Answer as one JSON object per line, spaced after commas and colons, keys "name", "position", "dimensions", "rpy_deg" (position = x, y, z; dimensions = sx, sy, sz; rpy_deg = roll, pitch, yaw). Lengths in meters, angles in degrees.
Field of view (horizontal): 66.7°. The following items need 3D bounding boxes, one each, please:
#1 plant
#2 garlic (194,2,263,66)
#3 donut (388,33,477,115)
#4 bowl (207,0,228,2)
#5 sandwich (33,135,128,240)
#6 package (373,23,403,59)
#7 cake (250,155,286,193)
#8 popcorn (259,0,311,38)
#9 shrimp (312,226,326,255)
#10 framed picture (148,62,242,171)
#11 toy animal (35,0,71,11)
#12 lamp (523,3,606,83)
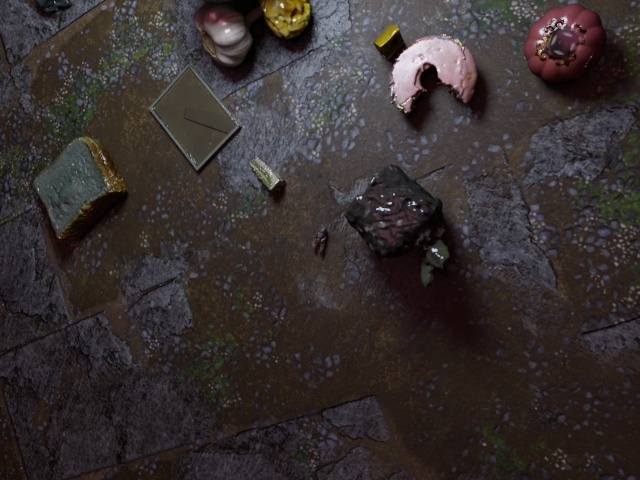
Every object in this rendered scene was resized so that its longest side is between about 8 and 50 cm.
{"name": "plant", "position": [0.232, -0.032, 1.270], "dimensions": [0.312, 0.215, 0.213], "rpy_deg": [42, 105, 12]}
{"name": "garlic", "position": [-0.255, -0.654, 1.477], "dimensions": [0.226, 0.199, 0.199], "rpy_deg": [-39, 77, -15]}
{"name": "donut", "position": [0.300, -0.445, 1.310], "dimensions": [0.232, 0.085, 0.199], "rpy_deg": [-4, 90, 19]}
{"name": "bowl", "position": [-0.257, -0.772, 1.358], "dimensions": [0.313, 0.146, 0.314], "rpy_deg": [-6, 75, 22]}
{"name": "sandwich", "position": [-0.840, -0.190, 1.690], "dimensions": [0.301, 0.099, 0.271], "rpy_deg": [-38, 79, 16]}
{"name": "package", "position": [0.184, -0.547, 1.326], "dimensions": [0.071, 0.131, 0.047], "rpy_deg": [-42, 83, 17]}
{"name": "cake", "position": [-0.163, -0.203, 1.501], "dimensions": [0.051, 0.055, 0.140], "rpy_deg": [-49, 59, 14]}
{"name": "popcorn", "position": [-0.108, -0.696, 1.421], "dimensions": [0.140, 0.163, 0.194], "rpy_deg": [-13, 119, 37]}
{"name": "shrimp", "position": [-0.003, 0.002, 1.447], "dimensions": [0.038, 0.029, 0.092], "rpy_deg": [10, 98, 17]}
{"name": "framed picture", "position": [-0.412, -0.403, 1.585], "dimensions": [0.211, 0.020, 0.289], "rpy_deg": [-42, 78, 15]}
{"name": "toy animal", "position": [-0.973, -0.943, 1.734], "dimensions": [0.137, 0.082, 0.270], "rpy_deg": [-15, 87, 17]}
{"name": "lamp", "position": [0.596, -0.478, 1.190], "dimensions": [0.182, 0.140, 0.182], "rpy_deg": [9, 107, 31]}
